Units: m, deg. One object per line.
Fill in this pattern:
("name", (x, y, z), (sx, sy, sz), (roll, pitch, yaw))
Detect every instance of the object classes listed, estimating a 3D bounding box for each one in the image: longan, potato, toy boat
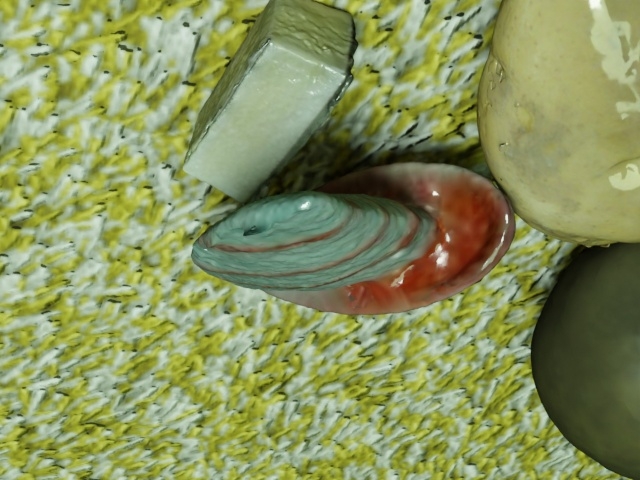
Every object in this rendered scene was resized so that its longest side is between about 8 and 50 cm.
("longan", (0.250, 0.081, 0.829), (0.198, 0.198, 0.212), (-8, 137, -2))
("potato", (-0.032, -0.083, 0.698), (0.061, 0.086, 0.122), (29, 125, -15))
("potato", (0.178, -0.083, 0.698), (0.161, 0.128, 0.234), (0, 134, -8))
("toy boat", (0.000, 0.000, 0.674), (0.206, 0.096, 0.282), (-7, 177, 19))
